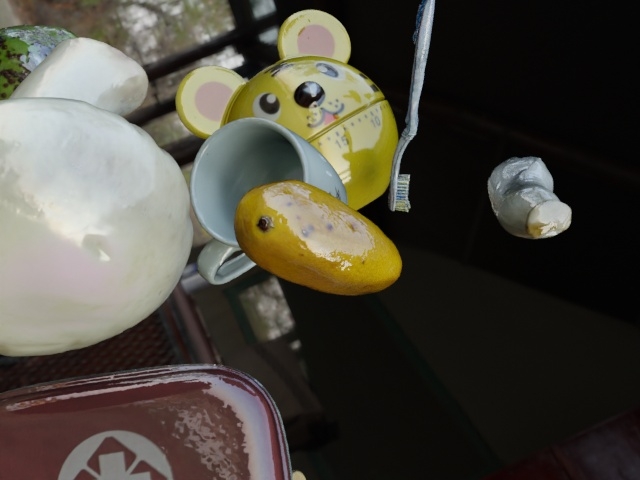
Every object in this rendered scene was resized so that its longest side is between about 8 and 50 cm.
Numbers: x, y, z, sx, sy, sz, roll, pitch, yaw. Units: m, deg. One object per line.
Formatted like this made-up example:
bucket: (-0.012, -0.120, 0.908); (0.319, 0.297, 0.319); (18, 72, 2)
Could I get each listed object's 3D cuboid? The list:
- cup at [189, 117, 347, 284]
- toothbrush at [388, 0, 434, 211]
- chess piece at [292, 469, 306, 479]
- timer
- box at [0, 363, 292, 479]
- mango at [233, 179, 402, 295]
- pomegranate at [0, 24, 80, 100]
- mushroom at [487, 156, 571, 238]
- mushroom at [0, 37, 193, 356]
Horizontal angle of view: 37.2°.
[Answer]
cup: (-0.083, -0.040, 1.445); (0.186, 0.258, 0.234); (39, 7, 22)
toothbrush: (0.152, -0.227, 1.556); (0.035, 0.042, 0.413); (-90, -175, -58)
chess piece: (-0.105, 0.384, 1.426); (0.060, 0.172, 0.060); (42, 40, -50)
timer: (-0.043, -0.218, 1.810); (0.386, 0.376, 0.376); (59, -9, -3)
box: (-0.236, 0.286, 1.119); (0.108, 0.404, 0.263); (128, -46, -85)
mango: (0.000, 0.000, 1.088); (0.227, 0.109, 0.147); (21, 3, -38)
pomegranate: (-0.446, -0.221, 1.526); (0.271, 0.254, 0.254); (12, -48, 37)
mushroom: (0.332, -0.067, 1.543); (0.351, 0.109, 0.097); (-73, 148, -71)
mushroom: (-0.259, -0.021, 0.938); (0.315, 0.356, 0.315); (20, -56, 33)
